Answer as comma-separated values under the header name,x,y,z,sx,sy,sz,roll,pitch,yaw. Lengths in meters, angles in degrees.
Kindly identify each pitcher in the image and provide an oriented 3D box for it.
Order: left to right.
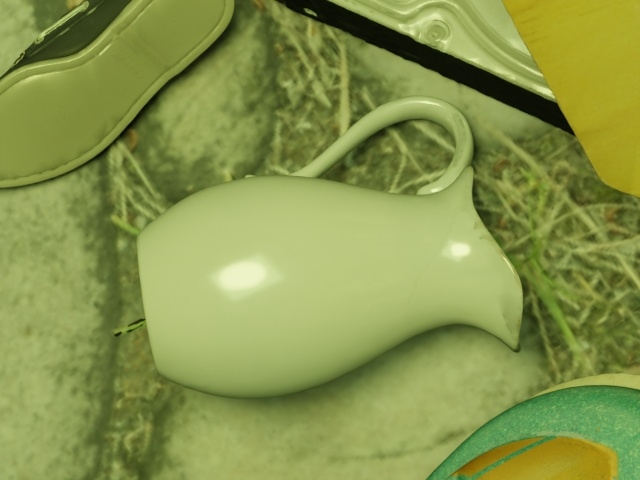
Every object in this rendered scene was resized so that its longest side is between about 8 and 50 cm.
name,x,y,z,sx,sy,sz,roll,pitch,yaw
pitcher,0.000,0.000,1.134,0.207,0.125,0.178,-9,54,-1

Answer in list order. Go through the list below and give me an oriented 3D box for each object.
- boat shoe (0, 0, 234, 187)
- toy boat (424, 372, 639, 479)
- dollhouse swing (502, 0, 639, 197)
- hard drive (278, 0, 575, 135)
name,x,y,z,sx,sy,sz,roll,pitch,yaw
boat shoe,-0.144,-0.108,1.222,0.206,0.075,0.065,-36,29,7
toy boat,0.125,0.212,0.962,0.267,0.148,0.318,-50,41,19
dollhouse swing,0.274,-0.233,1.032,0.305,0.347,0.315,-13,31,37
hard drive,0.133,-0.203,1.176,0.339,0.064,0.237,27,83,17
